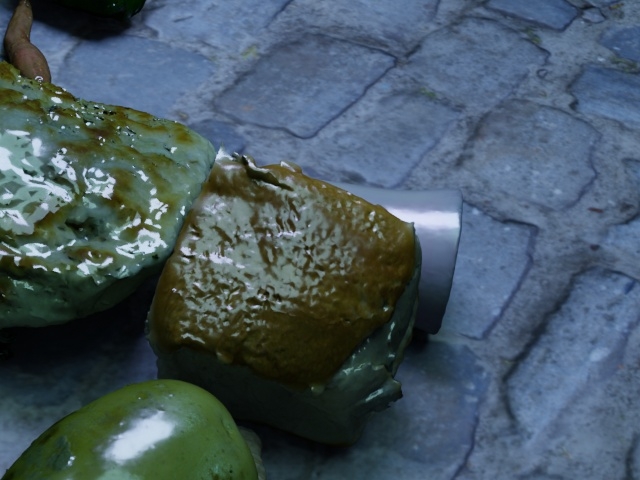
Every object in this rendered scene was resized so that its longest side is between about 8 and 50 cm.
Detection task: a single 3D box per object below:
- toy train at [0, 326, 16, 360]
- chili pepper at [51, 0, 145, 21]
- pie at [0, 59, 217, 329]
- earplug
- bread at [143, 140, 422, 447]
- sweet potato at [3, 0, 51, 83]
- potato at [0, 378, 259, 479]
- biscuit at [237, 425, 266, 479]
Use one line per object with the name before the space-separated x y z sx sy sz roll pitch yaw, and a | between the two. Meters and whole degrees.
toy train | -0.348 0.093 1.767 0.053 0.033 0.083 1 43 -18
chili pepper | -0.345 -0.396 2.231 0.261 0.165 0.174 26 21 9
pie | -0.317 -0.063 1.811 0.418 0.180 0.395 10 34 -7
earplug | 0.000 0.000 1.949 0.301 0.172 0.172 10 40 -2
bread | -0.031 0.071 1.759 0.279 0.225 0.250 20 70 -5
sweet potato | -0.375 -0.246 2.140 0.050 0.050 0.214 3 38 -21
potato | -0.181 0.252 1.519 0.216 0.216 0.304 35 36 16
biscuit | -0.067 0.278 1.659 0.061 0.055 0.219 10 41 -27
